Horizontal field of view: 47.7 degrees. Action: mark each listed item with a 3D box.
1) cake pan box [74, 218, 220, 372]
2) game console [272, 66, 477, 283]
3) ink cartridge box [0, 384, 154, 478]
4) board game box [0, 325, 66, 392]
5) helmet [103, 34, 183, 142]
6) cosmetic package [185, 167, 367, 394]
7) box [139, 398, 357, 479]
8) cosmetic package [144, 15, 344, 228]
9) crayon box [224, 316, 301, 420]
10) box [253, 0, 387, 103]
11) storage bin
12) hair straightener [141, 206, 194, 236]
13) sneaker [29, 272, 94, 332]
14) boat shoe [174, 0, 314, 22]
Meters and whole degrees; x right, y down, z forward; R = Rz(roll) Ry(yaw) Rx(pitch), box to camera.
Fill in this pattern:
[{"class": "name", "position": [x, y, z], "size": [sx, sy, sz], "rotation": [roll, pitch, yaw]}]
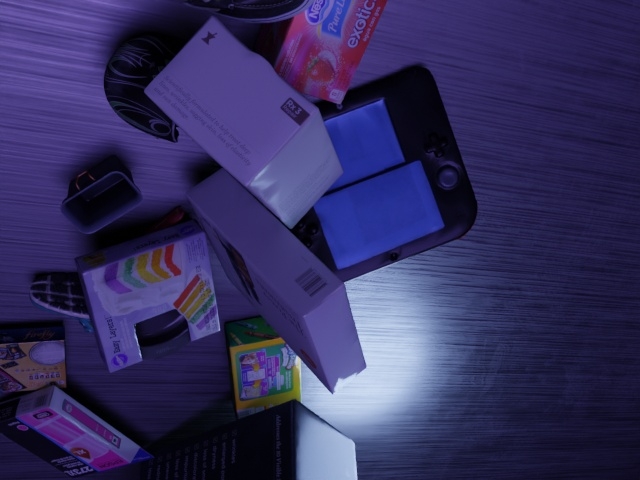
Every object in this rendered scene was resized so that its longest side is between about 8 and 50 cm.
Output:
[{"class": "cake pan box", "position": [-0.333, 0.114, 1.432], "size": [0.245, 0.070, 0.267], "rotation": [-17, 127, -23]}, {"class": "game console", "position": [0.088, -0.115, 1.411], "size": [0.386, 0.060, 0.342], "rotation": [-21, 101, -3]}, {"class": "ink cartridge box", "position": [-0.569, 0.468, 1.684], "size": [0.175, 0.069, 0.371], "rotation": [-20, 135, 18]}, {"class": "board game box", "position": [-0.663, 0.254, 1.520], "size": [0.243, 0.042, 0.165], "rotation": [-1, 133, -19]}, {"class": "helmet", "position": [-0.276, -0.257, 1.197], "size": [0.161, 0.169, 0.169], "rotation": [31, 116, 3]}, {"class": "cosmetic package", "position": [-0.081, 0.075, 1.350], "size": [0.097, 0.377, 0.284], "rotation": [-37, 143, -14]}, {"class": "box", "position": [-0.173, 0.697, 1.681], "size": [0.471, 0.480, 0.297], "rotation": [-26, 134, 24]}, {"class": "cosmetic package", "position": [-0.100, -0.167, 1.163], "size": [0.156, 0.217, 0.385], "rotation": [-48, 168, 0]}, {"class": "crayon box", "position": [-0.134, 0.309, 1.731], "size": [0.165, 0.081, 0.279], "rotation": [-9, 128, -13]}, {"class": "box", "position": [0.012, -0.404, 1.201], "size": [0.142, 0.154, 0.300], "rotation": [11, 122, -25]}, {"class": "storage bin", "position": [-0.406, -0.095, 1.326], "size": [0.135, 0.091, 0.098], "rotation": [-32, 129, 5]}, {"class": "hair straightener", "position": [-0.343, 0.031, 1.468], "size": [0.230, 0.047, 0.089], "rotation": [-39, 129, 4]}, {"class": "sneaker", "position": [-0.466, 0.151, 1.489], "size": [0.275, 0.107, 0.110], "rotation": [22, 125, -31]}, {"class": "boat shoe", "position": [-0.171, -0.390, 1.081], "size": [0.334, 0.119, 0.121], "rotation": [8, 112, 8]}]
